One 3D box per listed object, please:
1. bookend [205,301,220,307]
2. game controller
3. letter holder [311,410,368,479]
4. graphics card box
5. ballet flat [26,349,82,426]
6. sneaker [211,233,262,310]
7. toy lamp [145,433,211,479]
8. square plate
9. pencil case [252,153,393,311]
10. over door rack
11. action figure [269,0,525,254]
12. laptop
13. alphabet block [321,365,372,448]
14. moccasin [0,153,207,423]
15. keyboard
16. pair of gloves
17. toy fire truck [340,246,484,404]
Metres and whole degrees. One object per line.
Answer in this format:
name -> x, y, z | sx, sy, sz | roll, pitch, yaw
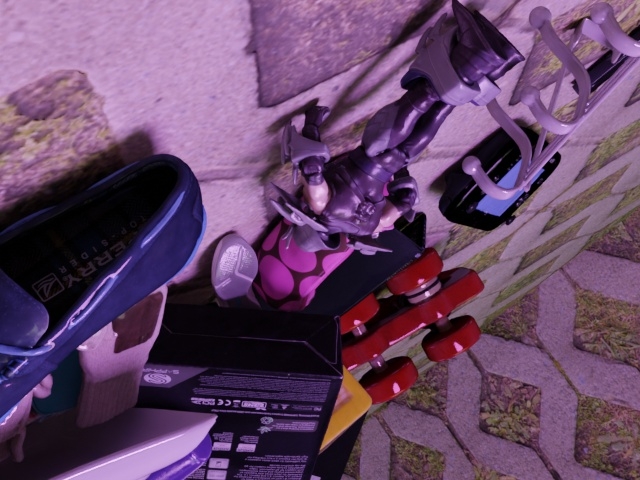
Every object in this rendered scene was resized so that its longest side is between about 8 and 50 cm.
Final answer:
bookend -> -0.145, 0.140, 1.295 | 0.157, 0.072, 0.156 | -17, 157, -49
game controller -> 0.269, -0.085, 1.474 | 0.166, 0.067, 0.319 | -38, 165, 16
letter holder -> -0.076, 0.399, 1.926 | 0.152, 0.214, 0.301 | 26, 84, -43
graphics card box -> -0.117, 0.223, 1.204 | 0.233, 0.094, 0.370 | 5, 139, -7
ballet flat -> -0.304, 0.144, 0.973 | 0.241, 0.077, 0.091 | -24, 119, -42
sneaker -> -0.102, 0.041, 1.128 | 0.054, 0.061, 0.152 | -21, 143, -17
toy lamp -> -0.241, 0.262, 1.118 | 0.275, 0.080, 0.080 | -24, 170, 23
square plate -> -0.323, 0.237, 0.969 | 0.347, 0.049, 0.344 | -17, -176, -40
pencil case -> 0.000, 0.000, 1.118 | 0.095, 0.098, 0.209 | -21, 161, -42
over door rack -> 0.265, -0.211, 0.985 | 0.324, 0.108, 0.239 | -49, 177, -38
action figure -> 0.062, -0.088, 0.939 | 0.285, 0.099, 0.185 | -47, 151, 19
laptop -> 0.016, 0.026, 1.394 | 0.234, 0.136, 0.264 | -38, -170, 17
alphabet block -> -0.070, 0.270, 1.593 | 0.193, 0.192, 0.197 | -36, 170, -34
moccasin -> -0.235, 0.036, 0.737 | 0.342, 0.138, 0.117 | -43, 165, -25
keyboard -> 0.408, -0.257, 1.327 | 0.180, 0.023, 0.108 | -42, 169, 24
pair of gloves -> -0.237, 0.111, 0.911 | 0.240, 0.042, 0.204 | -13, 129, -48
toy fire truck -> 0.118, 0.130, 1.708 | 0.302, 0.169, 0.254 | -32, -171, -7
